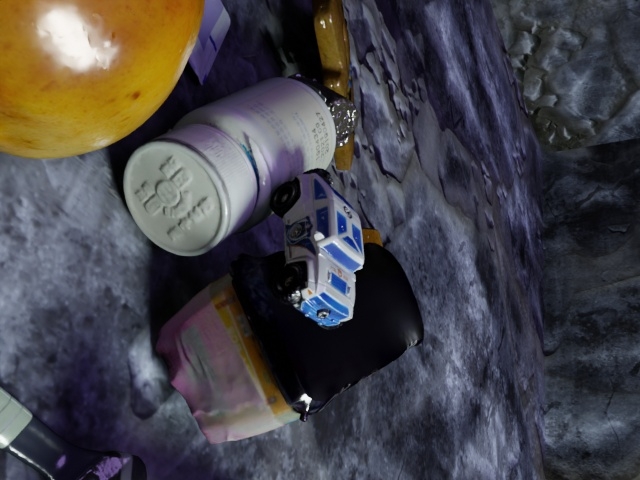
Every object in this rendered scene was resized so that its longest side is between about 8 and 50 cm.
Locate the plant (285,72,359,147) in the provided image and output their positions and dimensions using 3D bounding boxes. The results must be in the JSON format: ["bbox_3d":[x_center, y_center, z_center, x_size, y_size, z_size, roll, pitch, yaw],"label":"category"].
[{"bbox_3d":[-0.019,-0.176,0.880,0.094,0.143,0.092,17,98,-44],"label":"plant"}]

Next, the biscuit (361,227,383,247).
[{"bbox_3d":[0.062,0.080,1.079,0.215,0.034,0.182,-45,122,-53],"label":"biscuit"}]

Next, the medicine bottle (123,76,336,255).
[{"bbox_3d":[-0.091,-0.091,0.725,0.258,0.143,0.143,-44,122,-57],"label":"medicine bottle"}]

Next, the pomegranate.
[{"bbox_3d":[-0.207,-0.176,0.440,0.264,0.264,0.264,22,65,-58],"label":"pomegranate"}]

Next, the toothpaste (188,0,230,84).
[{"bbox_3d":[-0.191,-0.341,0.678,0.371,0.080,0.125,57,37,-47],"label":"toothpaste"}]

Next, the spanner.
[{"bbox_3d":[-0.246,0.153,0.511,0.316,0.024,0.087,58,42,-38],"label":"spanner"}]

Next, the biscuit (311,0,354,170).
[{"bbox_3d":[0.029,-0.260,1.014,0.278,0.043,0.301,-80,164,-70],"label":"biscuit"}]

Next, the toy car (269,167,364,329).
[{"bbox_3d":[0.000,0.000,0.641,0.080,0.070,0.171,38,36,-42],"label":"toy car"}]

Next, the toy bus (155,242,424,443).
[{"bbox_3d":[-0.016,0.106,0.785,0.386,0.162,0.171,-5,71,-63],"label":"toy bus"}]
